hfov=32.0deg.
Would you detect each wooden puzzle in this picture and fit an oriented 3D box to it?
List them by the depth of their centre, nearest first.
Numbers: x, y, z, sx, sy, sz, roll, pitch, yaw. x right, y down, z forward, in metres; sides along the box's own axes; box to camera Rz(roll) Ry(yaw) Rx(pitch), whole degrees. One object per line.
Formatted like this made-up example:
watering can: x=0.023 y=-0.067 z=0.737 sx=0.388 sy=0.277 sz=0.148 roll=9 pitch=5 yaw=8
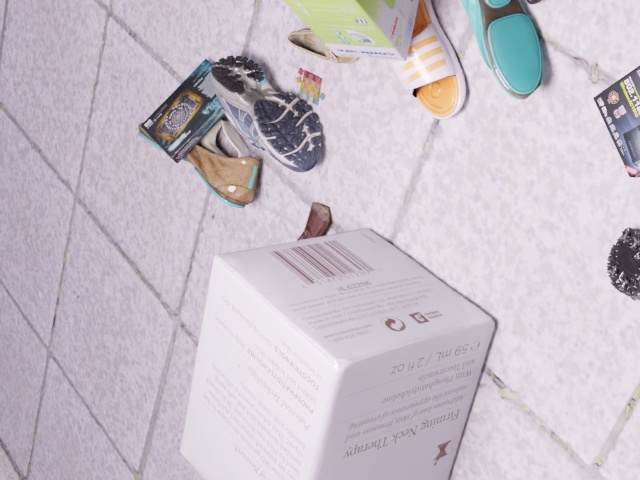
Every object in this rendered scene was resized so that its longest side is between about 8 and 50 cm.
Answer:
wooden puzzle: x=-0.018 y=-0.270 z=1.968 sx=0.083 sy=0.006 sz=0.049 roll=33 pitch=123 yaw=43

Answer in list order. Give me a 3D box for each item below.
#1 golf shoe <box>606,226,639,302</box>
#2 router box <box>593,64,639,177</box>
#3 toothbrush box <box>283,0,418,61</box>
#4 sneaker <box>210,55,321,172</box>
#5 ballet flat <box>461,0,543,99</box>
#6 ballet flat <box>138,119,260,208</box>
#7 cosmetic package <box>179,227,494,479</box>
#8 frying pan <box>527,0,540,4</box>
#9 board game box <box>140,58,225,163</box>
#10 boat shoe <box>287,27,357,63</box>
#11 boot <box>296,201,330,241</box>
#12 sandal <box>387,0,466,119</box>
golf shoe: x=0.436 y=0.058 z=1.420 sx=0.077 sy=0.094 sz=0.198 roll=-58 pitch=27 yaw=24
router box: x=0.414 y=-0.154 z=1.423 sx=0.092 sy=0.038 sz=0.122 roll=-38 pitch=69 yaw=48
toothbrush box: x=0.047 y=-0.398 z=1.561 sx=0.122 sy=0.283 sz=0.206 roll=9 pitch=81 yaw=22
sneaker: x=-0.092 y=-0.213 z=2.020 sx=0.283 sy=0.110 sz=0.122 roll=50 pitch=157 yaw=28
ballet flat: x=0.247 y=-0.310 z=1.575 sx=0.087 sy=0.083 sz=0.247 roll=143 pitch=109 yaw=-77
ballet flat: x=-0.228 y=-0.189 z=2.184 sx=0.342 sy=0.116 sz=0.124 roll=38 pitch=106 yaw=40
cosmetic package: x=0.016 y=0.239 z=1.782 sx=0.327 sy=0.329 sz=0.394 roll=37 pitch=127 yaw=40
frying pan: x=0.379 y=-0.389 z=1.394 sx=0.197 sy=0.053 sz=0.326 roll=35 pitch=150 yaw=20
board game box: x=-0.249 y=-0.251 z=2.158 sx=0.186 sy=0.026 sz=0.126 roll=-45 pitch=54 yaw=1
boat shoe: x=0.006 y=-0.331 z=1.888 sx=0.153 sy=0.048 sz=0.056 roll=29 pitch=120 yaw=45
boot: x=0.000 y=0.000 z=1.988 sx=0.106 sy=0.037 sz=0.114 roll=49 pitch=128 yaw=30
sandal: x=0.135 y=-0.304 z=1.709 sx=0.102 sy=0.076 sz=0.265 roll=-34 pitch=72 yaw=50
